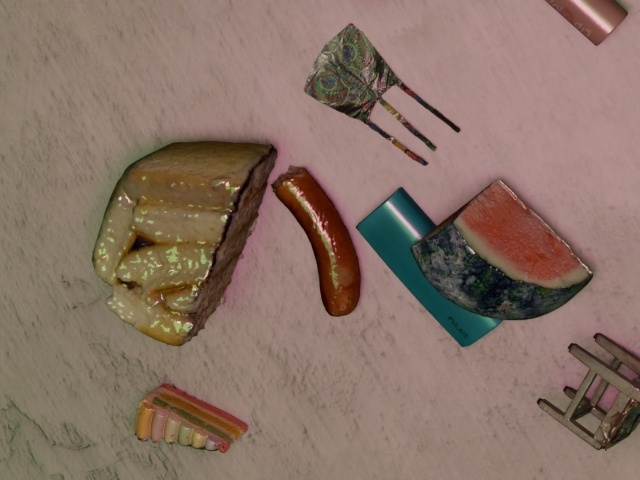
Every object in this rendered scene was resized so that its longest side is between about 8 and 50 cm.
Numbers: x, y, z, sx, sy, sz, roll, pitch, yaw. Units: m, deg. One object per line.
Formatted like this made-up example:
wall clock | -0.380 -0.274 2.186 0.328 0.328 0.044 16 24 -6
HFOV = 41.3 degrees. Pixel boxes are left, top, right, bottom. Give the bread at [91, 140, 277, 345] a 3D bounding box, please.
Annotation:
bread | -0.268 -0.036 1.574 0.264 0.239 0.395 25 109 9

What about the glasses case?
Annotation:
glasses case | 0.200 0.054 1.549 0.301 0.070 0.117 47 114 -2

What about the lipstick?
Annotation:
lipstick | 0.370 -0.420 1.351 0.254 0.070 0.070 43 113 1

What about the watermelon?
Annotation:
watermelon | 0.321 0.013 1.445 0.319 0.148 0.226 11 76 -2

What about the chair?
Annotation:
chair | 0.528 0.290 1.430 0.270 0.136 0.147 35 114 31

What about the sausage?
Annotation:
sausage | 0.005 -0.001 1.588 0.103 0.076 0.302 -21 98 29

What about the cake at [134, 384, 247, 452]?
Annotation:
cake | -0.273 0.369 1.765 0.226 0.109 0.090 7 107 16

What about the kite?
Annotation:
kite | 0.110 -0.249 1.513 0.285 0.015 0.152 38 113 4
